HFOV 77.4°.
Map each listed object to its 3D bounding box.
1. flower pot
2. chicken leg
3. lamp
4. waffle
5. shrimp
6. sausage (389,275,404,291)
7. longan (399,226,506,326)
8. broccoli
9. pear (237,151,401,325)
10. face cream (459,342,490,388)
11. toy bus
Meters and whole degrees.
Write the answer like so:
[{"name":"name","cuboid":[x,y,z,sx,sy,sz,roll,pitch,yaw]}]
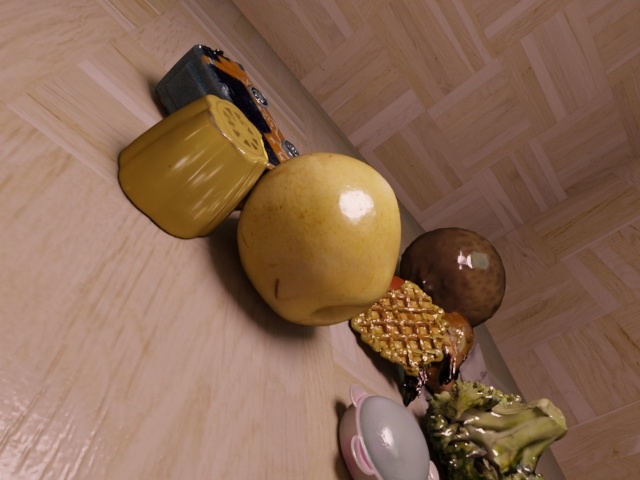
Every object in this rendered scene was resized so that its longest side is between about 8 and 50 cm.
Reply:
[{"name":"flower pot","cuboid":[-0.190,-0.126,0.649,0.195,0.179,0.195,44,24,-26]},{"name":"chicken leg","cuboid":[0.321,0.309,1.185,0.410,0.182,0.294,31,45,-33]},{"name":"lamp","cuboid":[0.133,0.369,0.696,0.246,0.108,0.179,47,25,-21]},{"name":"waffle","cuboid":[0.200,0.196,1.018,0.292,0.051,0.291,12,44,-12]},{"name":"shrimp","cuboid":[0.288,0.309,1.056,0.178,0.075,0.289,28,42,-13]},{"name":"sausage","cuboid":[0.211,0.153,1.261,0.179,0.089,0.089,-1,58,-56]},{"name":"longan","cuboid":[0.482,0.142,1.489,0.391,0.391,0.391,46,21,-24]},{"name":"broccoli","cuboid":[0.426,0.469,0.930,0.348,0.281,0.293,13,42,-42]},{"name":"pear","cuboid":[0.000,0.000,0.725,0.309,0.309,0.309,46,21,-24]},{"name":"face cream","cuboid":[0.460,0.470,1.166,0.143,0.089,0.314,-26,103,-42]},{"name":"toy bus","cuboid":[-0.189,-0.233,0.857,0.323,0.162,0.194,60,23,8]}]
